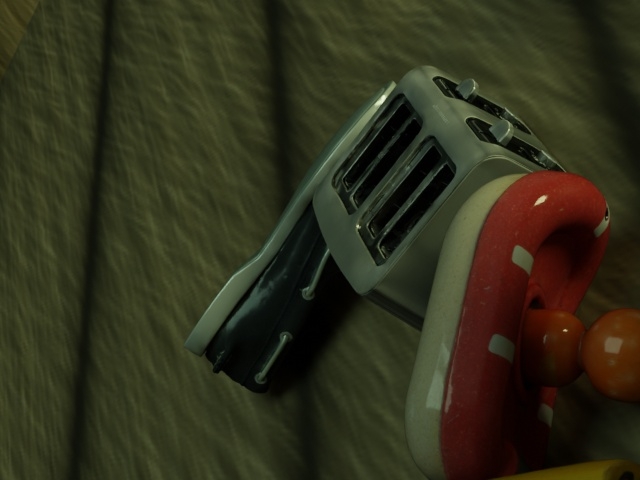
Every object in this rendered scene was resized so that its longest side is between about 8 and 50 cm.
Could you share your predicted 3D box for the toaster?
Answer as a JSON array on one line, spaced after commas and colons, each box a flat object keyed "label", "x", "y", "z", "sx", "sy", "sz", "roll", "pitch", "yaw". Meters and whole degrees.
[{"label": "toaster", "x": 0.091, "y": -0.025, "z": 1.030, "sx": 0.186, "sy": 0.110, "sz": 0.168, "roll": -51, "pitch": 30, "yaw": 17}]

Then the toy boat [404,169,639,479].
[{"label": "toy boat", "x": 0.153, "y": 0.067, "z": 0.857, "sx": 0.151, "sy": 0.151, "sz": 0.231, "roll": 4, "pitch": 65, "yaw": 25}]

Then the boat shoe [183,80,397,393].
[{"label": "boat shoe", "x": 0.000, "y": 0.000, "z": 1.175, "sx": 0.302, "sy": 0.091, "sz": 0.114, "roll": -53, "pitch": 3, "yaw": 16}]

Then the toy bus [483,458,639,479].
[{"label": "toy bus", "x": 0.081, "y": 0.220, "z": 0.810, "sx": 0.332, "sy": 0.130, "sz": 0.108, "roll": -23, "pitch": 47, "yaw": 47}]
